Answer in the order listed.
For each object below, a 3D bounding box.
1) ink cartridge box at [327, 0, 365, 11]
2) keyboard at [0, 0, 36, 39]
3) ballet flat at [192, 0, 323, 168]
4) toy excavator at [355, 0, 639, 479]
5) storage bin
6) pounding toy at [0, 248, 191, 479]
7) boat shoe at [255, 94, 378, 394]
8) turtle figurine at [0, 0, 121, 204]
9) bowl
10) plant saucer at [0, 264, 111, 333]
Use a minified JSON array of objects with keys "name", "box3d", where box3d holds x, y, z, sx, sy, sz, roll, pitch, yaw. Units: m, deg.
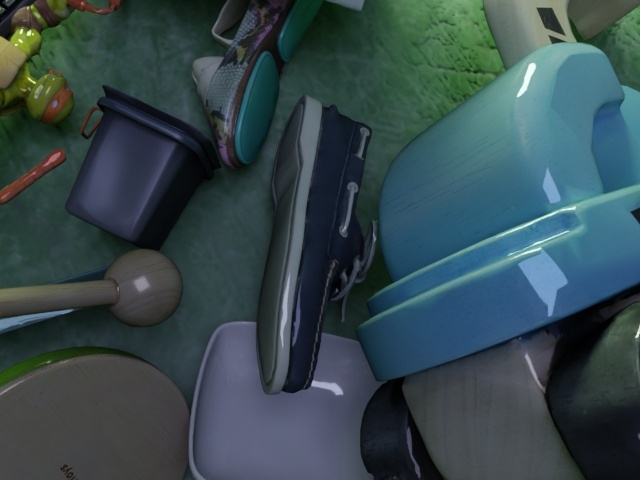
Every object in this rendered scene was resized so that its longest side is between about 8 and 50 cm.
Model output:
[{"name":"ink cartridge box","box3d":[-0.057,-0.344,0.562,0.270,0.197,0.198,17,41,-4]},{"name":"keyboard","box3d":[-0.324,-0.189,0.604,0.108,0.023,0.180,36,72,2]},{"name":"ballet flat","box3d":[-0.061,-0.160,0.618,0.079,0.077,0.221,14,68,14]},{"name":"toy excavator","box3d":[0.179,-0.077,0.533,0.433,0.222,0.445,-16,81,-37]},{"name":"storage bin","box3d":[-0.141,-0.047,0.543,0.098,0.135,0.091,26,83,-2]},{"name":"pounding toy","box3d":[-0.192,0.115,0.493,0.183,0.110,0.236,-8,114,-40]},{"name":"boat shoe","box3d":[0.000,0.000,0.557,0.079,0.095,0.254,16,52,-16]},{"name":"turtle figurine","box3d":[-0.274,-0.152,0.555,0.217,0.087,0.269,29,54,-17]},{"name":"bowl","box3d":[-0.025,0.135,0.530,0.142,0.053,0.142,12,45,-8]},{"name":"plant saucer","box3d":[-0.211,0.047,0.536,0.192,0.067,0.018,-18,102,-12]}]
